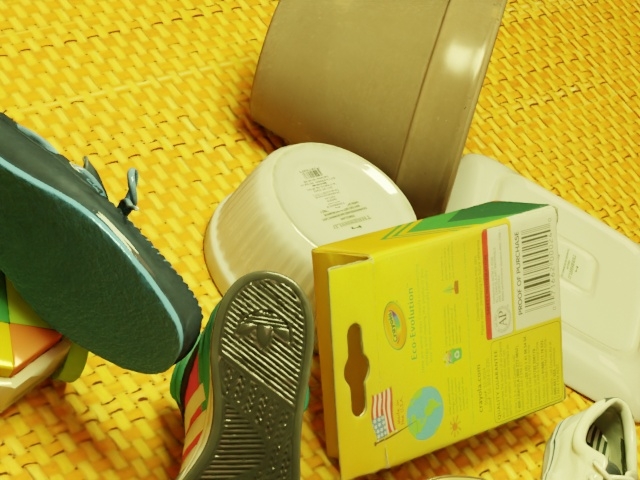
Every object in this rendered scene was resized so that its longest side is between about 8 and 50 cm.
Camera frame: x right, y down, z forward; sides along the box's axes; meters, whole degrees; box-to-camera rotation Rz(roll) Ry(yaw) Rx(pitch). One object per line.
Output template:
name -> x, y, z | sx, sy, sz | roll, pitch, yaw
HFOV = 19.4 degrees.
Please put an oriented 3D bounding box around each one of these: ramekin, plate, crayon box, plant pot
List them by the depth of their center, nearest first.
crayon box -> 0.099, 0.086, 1.750 | 0.081, 0.202, 0.318 | 6, 14, 44
ramekin -> 0.000, 0.000, 1.834 | 0.207, 0.109, 0.207 | 20, 41, -18
plant pot -> 0.055, -0.169, 1.967 | 0.229, 0.263, 0.263 | 18, 39, 4
plate -> 0.257, 0.036, 2.039 | 0.278, 0.045, 0.277 | 30, 39, -7

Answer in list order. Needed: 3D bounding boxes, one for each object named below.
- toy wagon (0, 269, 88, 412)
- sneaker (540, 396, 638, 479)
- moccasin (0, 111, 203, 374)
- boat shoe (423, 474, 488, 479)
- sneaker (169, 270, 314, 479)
toy wagon -> -0.340, -0.005, 1.619 | 0.267, 0.068, 0.344 | 12, 44, -28
sneaker -> 0.252, 0.247, 1.777 | 0.094, 0.091, 0.258 | 25, 39, -13
moccasin -> -0.220, -0.033, 1.576 | 0.342, 0.137, 0.117 | 43, 34, 9
boat shoe -> 0.085, 0.252, 1.677 | 0.178, 0.064, 0.060 | -4, 57, -31
sneaker -> -0.078, 0.178, 1.587 | 0.124, 0.178, 0.295 | 14, 82, -4
